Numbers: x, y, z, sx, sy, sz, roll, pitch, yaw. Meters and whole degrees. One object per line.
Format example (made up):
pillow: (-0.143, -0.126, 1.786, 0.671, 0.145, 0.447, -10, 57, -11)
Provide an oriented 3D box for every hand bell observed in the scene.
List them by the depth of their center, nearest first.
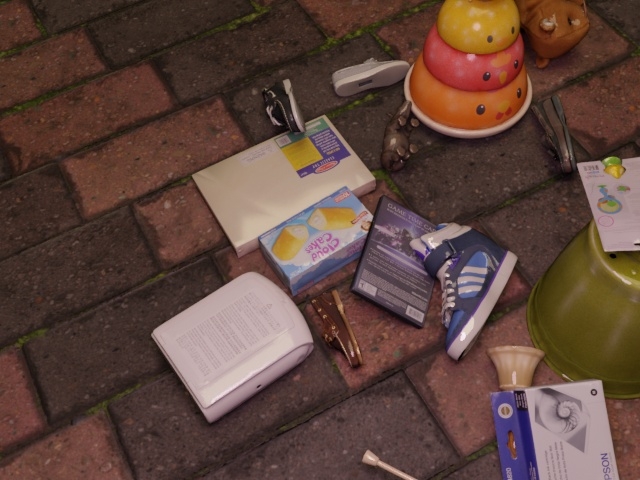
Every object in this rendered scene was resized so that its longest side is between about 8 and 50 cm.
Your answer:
hand bell: (0.410, 0.354, 1.622, 0.126, 0.126, 0.242, 3, 70, 6)

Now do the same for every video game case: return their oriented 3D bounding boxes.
video game case: (0.189, 0.047, 1.815, 0.196, 0.026, 0.274, 29, 57, -14)

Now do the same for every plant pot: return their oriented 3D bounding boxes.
plant pot: (0.648, 0.093, 1.611, 0.366, 0.353, 0.367, -2, 56, 2)

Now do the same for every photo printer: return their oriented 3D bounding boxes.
photo printer: (-0.187, 0.224, 1.729, 0.307, 0.107, 0.256, -33, 60, -18)

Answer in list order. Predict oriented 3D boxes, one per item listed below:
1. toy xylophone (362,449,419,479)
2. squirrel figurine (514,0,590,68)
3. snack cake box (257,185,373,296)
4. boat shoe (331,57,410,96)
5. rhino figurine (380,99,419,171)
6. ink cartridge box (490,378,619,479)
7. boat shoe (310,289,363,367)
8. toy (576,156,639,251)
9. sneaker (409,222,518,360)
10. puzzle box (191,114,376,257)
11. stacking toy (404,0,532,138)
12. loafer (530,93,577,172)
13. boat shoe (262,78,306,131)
toy xylophone: (0.122, 0.562, 1.496, 0.322, 0.081, 0.236, 29, 63, 21)
squirrel figurine: (0.577, -0.677, 2.213, 0.396, 0.281, 0.371, -9, 67, 0)
snack cake box: (0.000, 0.000, 1.877, 0.264, 0.089, 0.152, -31, 59, -16)
boat shoe: (0.140, -0.482, 2.195, 0.227, 0.079, 0.081, -17, 61, -3)
rhino figurine: (0.208, -0.286, 2.050, 0.073, 0.106, 0.243, 22, 54, -18)
ink cartridge box: (0.472, 0.402, 1.550, 0.223, 0.045, 0.223, -8, 81, 0)
boat shoe: (0.036, 0.207, 1.750, 0.073, 0.073, 0.207, -19, 50, -7)
toy: (0.582, -0.060, 1.473, 0.136, 0.056, 0.237, -5, 51, 6)
sneaker: (0.287, 0.097, 1.756, 0.236, 0.130, 0.323, 28, 58, 14)
puzzle box: (-0.095, -0.150, 2.006, 0.408, 0.052, 0.272, -26, 58, -13)
stacking toy: (0.393, -0.528, 1.967, 0.350, 0.480, 0.351, -2, 56, 3)
loafer: (0.614, -0.273, 2.029, 0.084, 0.096, 0.268, -14, 47, 19)
boat shoe: (-0.102, -0.350, 2.068, 0.091, 0.114, 0.302, -19, 23, 1)
